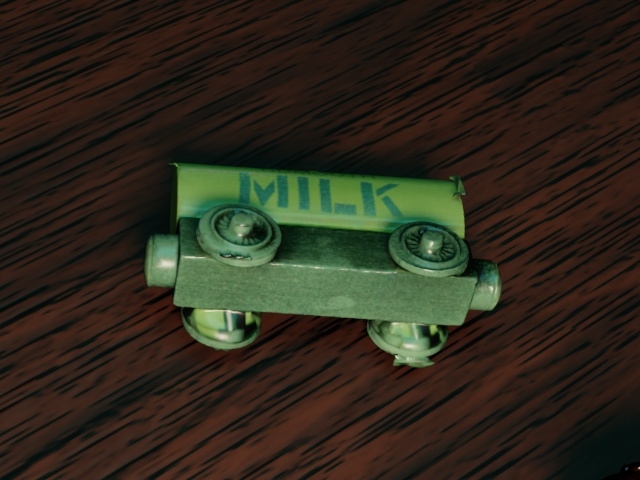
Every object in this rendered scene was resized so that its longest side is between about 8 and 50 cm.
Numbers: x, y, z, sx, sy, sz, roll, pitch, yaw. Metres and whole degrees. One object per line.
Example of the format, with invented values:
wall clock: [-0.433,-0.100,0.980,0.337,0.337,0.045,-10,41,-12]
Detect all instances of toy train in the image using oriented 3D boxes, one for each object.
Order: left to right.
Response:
toy train: [0.000,0.000,1.092,0.253,0.105,0.157,4,38,-9]

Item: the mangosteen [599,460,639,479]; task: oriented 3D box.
mangosteen: [0.228,0.205,0.967,0.140,0.140,0.140,6,52,-7]
